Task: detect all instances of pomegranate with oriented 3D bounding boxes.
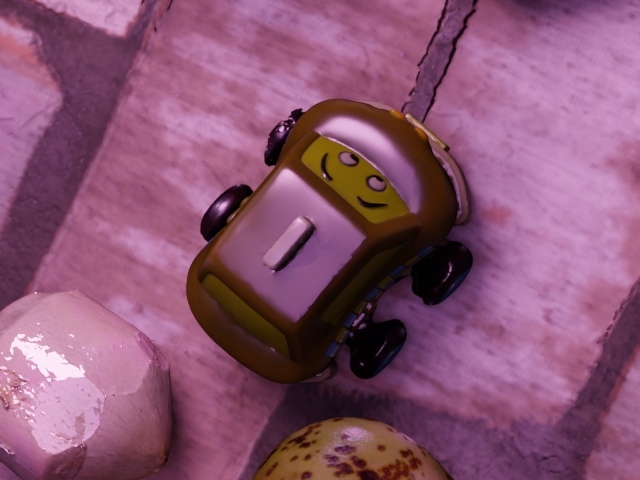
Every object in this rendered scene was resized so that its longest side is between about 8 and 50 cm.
[{"bbox_3d":[0.051,0.258,1.509,0.248,0.214,0.214,12,91,38],"label":"pomegranate"}]

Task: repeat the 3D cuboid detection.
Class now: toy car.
[{"bbox_3d":[0.000,0.000,1.536,0.204,0.198,0.248,42,96,10],"label":"toy car"}]

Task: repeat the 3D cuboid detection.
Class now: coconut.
[{"bbox_3d":[-0.205,0.136,1.590,0.183,0.171,0.171,34,95,18],"label":"coconut"}]
